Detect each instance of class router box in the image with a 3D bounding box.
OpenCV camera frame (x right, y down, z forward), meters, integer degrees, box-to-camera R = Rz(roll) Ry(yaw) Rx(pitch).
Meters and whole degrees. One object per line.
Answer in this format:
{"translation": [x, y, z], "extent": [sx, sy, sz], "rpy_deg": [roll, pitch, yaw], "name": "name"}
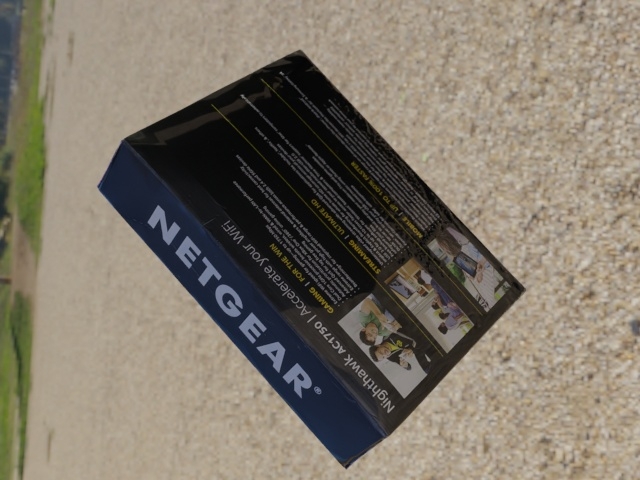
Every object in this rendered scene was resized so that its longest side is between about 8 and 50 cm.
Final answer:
{"translation": [0.000, 0.000, 0.457], "extent": [0.179, 0.133, 0.046], "rpy_deg": [48, 138, 7], "name": "router box"}
